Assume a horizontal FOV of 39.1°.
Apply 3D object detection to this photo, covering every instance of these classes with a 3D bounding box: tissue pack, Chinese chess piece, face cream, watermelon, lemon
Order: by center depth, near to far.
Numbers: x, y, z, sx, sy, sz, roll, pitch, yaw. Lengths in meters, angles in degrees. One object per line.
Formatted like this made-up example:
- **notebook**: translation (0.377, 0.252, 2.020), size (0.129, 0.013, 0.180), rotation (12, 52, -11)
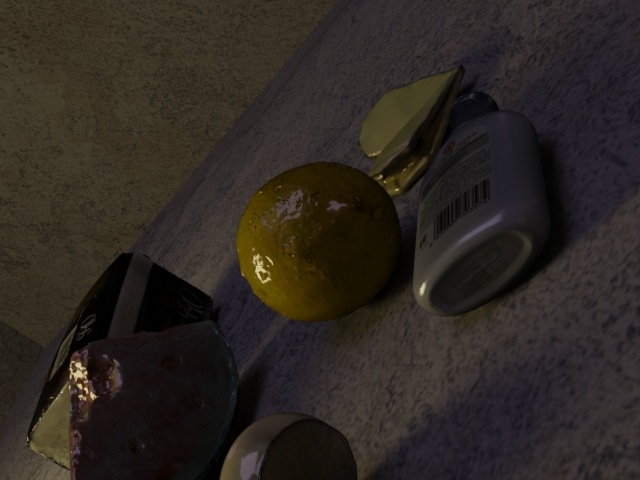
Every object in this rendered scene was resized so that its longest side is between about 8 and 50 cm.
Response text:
- **Chinese chess piece**: translation (-0.025, 0.199, 0.720), size (0.051, 0.122, 0.122), rotation (-10, 43, 42)
- **face cream**: translation (0.146, -0.054, 0.851), size (0.144, 0.071, 0.291), rotation (-44, 19, 29)
- **lemon**: translation (0.000, 0.000, 0.973), size (0.206, 0.173, 0.173), rotation (-32, 26, 57)
- **watermelon**: translation (-0.226, 0.234, 1.088), size (0.318, 0.226, 0.148), rotation (-59, -9, -45)
- **tissue pack**: translation (-0.301, 0.190, 1.395), size (0.210, 0.198, 0.370), rotation (-47, 17, 15)

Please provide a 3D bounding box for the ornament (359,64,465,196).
- **ornament**: translation (0.125, -0.155, 1.167), size (0.180, 0.059, 0.201), rotation (-47, 20, 19)
